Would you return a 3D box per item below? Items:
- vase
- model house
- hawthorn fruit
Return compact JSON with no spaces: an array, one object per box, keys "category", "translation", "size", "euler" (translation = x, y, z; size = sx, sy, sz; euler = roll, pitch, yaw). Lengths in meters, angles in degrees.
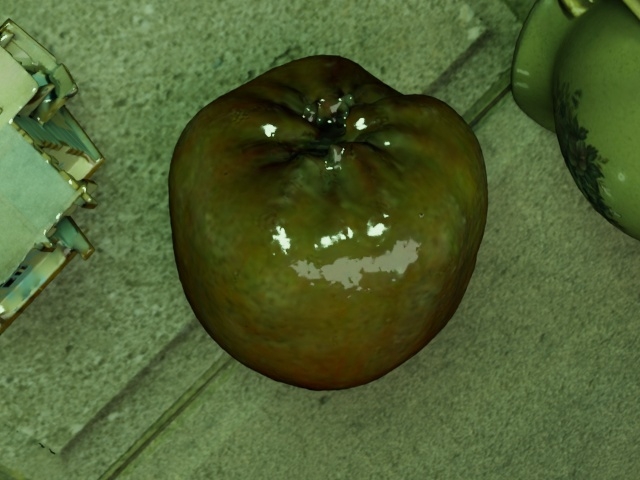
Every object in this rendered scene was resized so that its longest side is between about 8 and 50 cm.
[{"category":"vase","translation":[0.283,-0.166,1.461],"size":[0.241,0.302,0.329],"euler":[-38,130,-2]},{"category":"model house","translation":[-0.258,-0.073,1.251],"size":[0.178,0.271,0.206],"euler":[-48,171,3]},{"category":"hawthorn fruit","translation":[0.000,0.000,1.428],"size":[0.268,0.268,0.301],"euler":[-16,141,-23]}]
